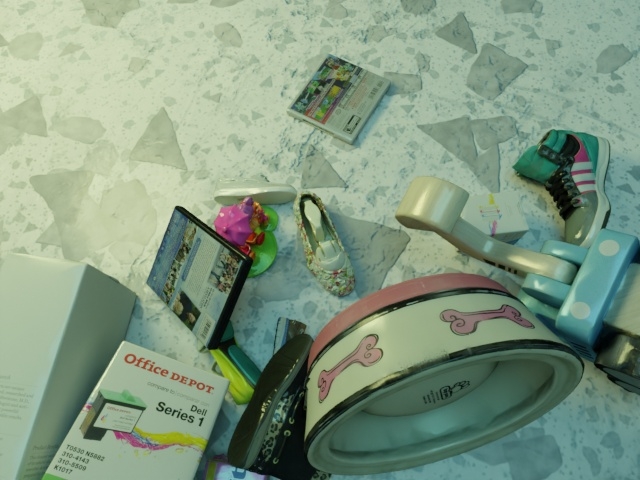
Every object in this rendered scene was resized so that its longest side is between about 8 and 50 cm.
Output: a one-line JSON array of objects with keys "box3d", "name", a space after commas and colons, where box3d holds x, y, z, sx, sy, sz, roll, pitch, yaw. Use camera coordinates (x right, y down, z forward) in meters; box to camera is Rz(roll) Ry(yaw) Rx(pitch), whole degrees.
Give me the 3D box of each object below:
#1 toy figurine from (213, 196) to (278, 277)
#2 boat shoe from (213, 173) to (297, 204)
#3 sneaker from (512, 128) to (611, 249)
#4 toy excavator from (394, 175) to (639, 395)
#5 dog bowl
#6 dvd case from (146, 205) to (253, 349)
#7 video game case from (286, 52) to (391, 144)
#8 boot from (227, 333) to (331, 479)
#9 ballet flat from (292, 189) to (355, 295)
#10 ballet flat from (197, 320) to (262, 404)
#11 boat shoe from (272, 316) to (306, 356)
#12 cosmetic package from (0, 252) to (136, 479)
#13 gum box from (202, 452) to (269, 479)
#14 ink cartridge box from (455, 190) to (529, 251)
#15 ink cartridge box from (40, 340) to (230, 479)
[{"box3d": [-0.149, -0.029, 0.902, 0.130, 0.159, 0.173, 23, 70, 10], "name": "toy figurine"}, {"box3d": [-0.143, -0.116, 0.993, 0.184, 0.066, 0.063, -4, 69, 11], "name": "boat shoe"}, {"box3d": [0.492, -0.121, 0.937, 0.178, 0.124, 0.296, 18, 62, 3], "name": "sneaker"}, {"box3d": [0.391, 0.063, 0.785, 0.445, 0.433, 0.222, 22, 82, 44], "name": "toy excavator"}, {"box3d": [0.161, 0.209, 0.688, 0.407, 0.408, 0.150, -13, 48, -4], "name": "dog bowl"}, {"box3d": [-0.237, 0.061, 0.849, 0.253, 0.022, 0.180, 31, 102, 38], "name": "dvd case"}, {"box3d": [0.045, -0.348, 1.097, 0.183, 0.023, 0.201, 28, 73, 12], "name": "video game case"}, {"box3d": [-0.033, 0.302, 0.779, 0.178, 0.085, 0.236, 42, 62, -24], "name": "boot"}, {"box3d": [0.000, 0.000, 0.931, 0.091, 0.077, 0.241, -24, 70, -8], "name": "ballet flat"}, {"box3d": [-0.191, 0.210, 0.860, 0.077, 0.077, 0.231, -42, 72, 16], "name": "ballet flat"}, {"box3d": [-0.060, 0.237, 0.845, 0.066, 0.066, 0.183, 8, 72, -4], "name": "boat shoe"}, {"box3d": [-0.477, 0.237, 0.779, 0.156, 0.217, 0.385, 5, 67, 3], "name": "cosmetic package"}, {"box3d": [-0.151, 0.466, 0.757, 0.107, 0.062, 0.189, 7, 69, 4], "name": "gum box"}, {"box3d": [0.331, -0.036, 0.928, 0.143, 0.092, 0.090, -7, 69, 0], "name": "ink cartridge box"}, {"box3d": [-0.292, 0.332, 0.722, 0.201, 0.117, 0.278, 23, 51, -6], "name": "ink cartridge box"}]
